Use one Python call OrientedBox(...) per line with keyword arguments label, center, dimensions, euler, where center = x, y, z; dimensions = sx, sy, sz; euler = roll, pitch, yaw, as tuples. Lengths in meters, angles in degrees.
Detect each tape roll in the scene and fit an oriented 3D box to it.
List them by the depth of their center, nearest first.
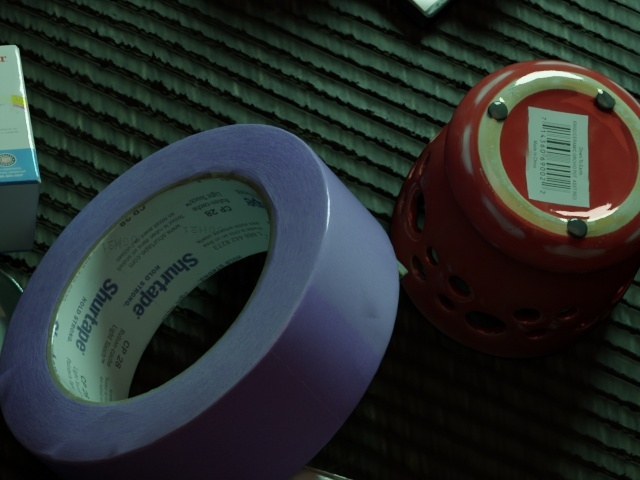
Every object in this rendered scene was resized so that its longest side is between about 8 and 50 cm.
OrientedBox(label="tape roll", center=(-0.085, 0.055, 1.348), dimensions=(0.090, 0.274, 0.275), euler=(47, 57, -36))

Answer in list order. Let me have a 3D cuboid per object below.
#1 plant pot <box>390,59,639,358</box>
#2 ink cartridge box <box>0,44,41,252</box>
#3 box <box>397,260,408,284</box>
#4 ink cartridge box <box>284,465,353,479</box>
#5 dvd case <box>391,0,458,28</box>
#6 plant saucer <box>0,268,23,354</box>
OrientedBox(label="plant pot", center=(0.163, -0.027, 1.488), dimensions=(0.191, 0.174, 0.191), euler=(5, 66, -12))
OrientedBox(label="ink cartridge box", center=(-0.260, -0.072, 1.455), dimensions=(0.092, 0.090, 0.143), euler=(-4, 56, -14))
OrientedBox(label="box", center=(0.000, 0.000, 1.483), dimensions=(0.027, 0.094, 0.137), euler=(-39, 78, -24))
OrientedBox(label="ink cartridge box", center=(0.008, 0.247, 1.329), dimensions=(0.127, 0.176, 0.128), euler=(17, 64, -4))
OrientedBox(label="dvd case", center=(0.106, -0.311, 1.684), dimensions=(0.180, 0.022, 0.253), euler=(43, 65, 9))
OrientedBox(label="plant saucer", center=(-0.265, 0.069, 1.438), dimensions=(0.119, 0.021, 0.119), euler=(4, 66, -9))
